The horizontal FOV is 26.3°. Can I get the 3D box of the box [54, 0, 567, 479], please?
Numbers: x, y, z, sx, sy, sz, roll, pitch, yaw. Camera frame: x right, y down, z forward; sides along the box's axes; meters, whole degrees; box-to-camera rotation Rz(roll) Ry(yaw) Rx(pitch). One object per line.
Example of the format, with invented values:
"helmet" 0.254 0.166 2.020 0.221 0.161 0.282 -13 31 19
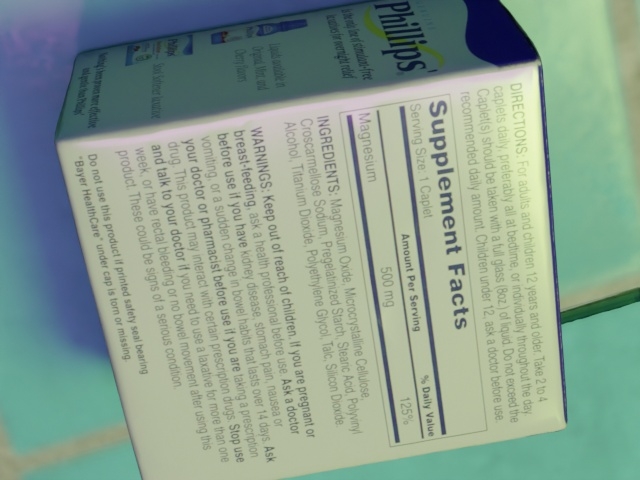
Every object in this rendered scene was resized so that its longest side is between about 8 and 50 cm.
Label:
"box" 0.000 0.000 0.426 0.137 0.072 0.126 -9 118 0
